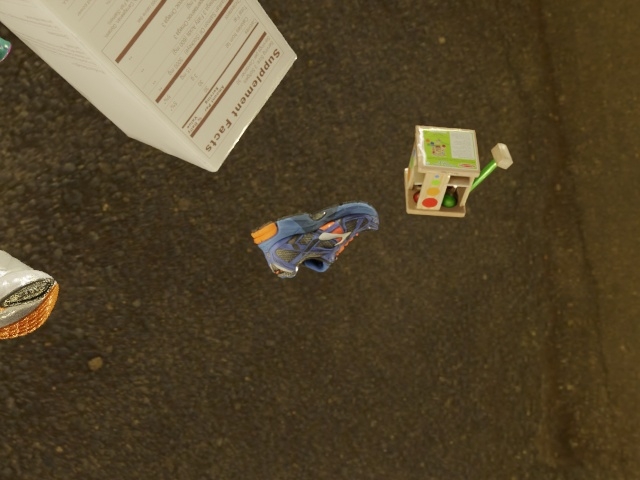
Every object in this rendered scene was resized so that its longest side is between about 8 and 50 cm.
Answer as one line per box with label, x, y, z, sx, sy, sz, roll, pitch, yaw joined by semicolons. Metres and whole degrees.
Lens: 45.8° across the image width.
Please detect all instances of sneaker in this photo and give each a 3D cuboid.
sneaker;0.000;0.000;1.080;0.221;0.083;0.087;-15;89;-38
sneaker;-0.447;0.077;0.877;0.262;0.121;0.099;-16;130;-53

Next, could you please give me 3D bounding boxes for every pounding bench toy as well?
pounding bench toy;0.120;-0.056;0.665;0.083;0.065;0.052;4;51;-2

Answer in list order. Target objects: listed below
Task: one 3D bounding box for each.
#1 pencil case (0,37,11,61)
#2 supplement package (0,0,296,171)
pencil case;-0.555;-0.316;1.151;0.152;0.070;0.064;33;93;-37
supplement package;-0.118;-0.142;0.474;0.105;0.105;0.179;-57;141;-12
